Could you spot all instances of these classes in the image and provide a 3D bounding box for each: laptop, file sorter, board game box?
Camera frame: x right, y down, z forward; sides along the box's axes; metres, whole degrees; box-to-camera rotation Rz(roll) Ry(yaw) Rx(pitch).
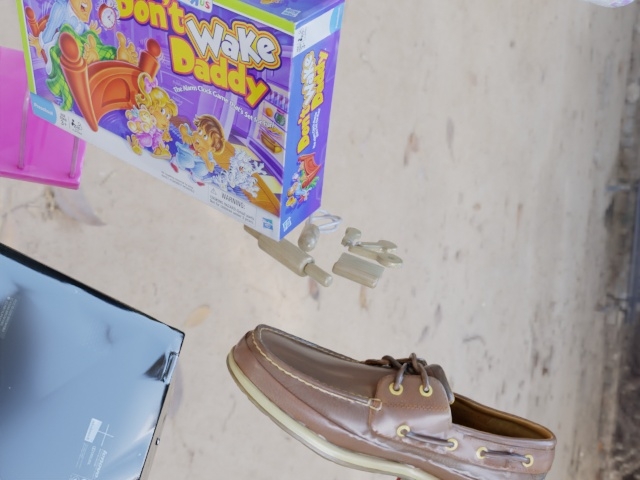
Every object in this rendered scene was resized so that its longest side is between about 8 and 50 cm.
[{"bbox_3d":[-0.296,0.255,0.812,0.408,0.236,0.382,33,58,-35],"label":"laptop"},{"bbox_3d":[-0.441,-0.220,1.063,0.182,0.291,0.202,127,-31,-57],"label":"file sorter"},{"bbox_3d":[-0.152,-0.176,0.812,0.078,0.347,0.233,-42,150,-42],"label":"board game box"}]

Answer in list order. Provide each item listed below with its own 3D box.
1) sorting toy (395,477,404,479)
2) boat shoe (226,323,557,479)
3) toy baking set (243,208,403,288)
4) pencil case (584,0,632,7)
[{"bbox_3d":[0.041,0.357,0.819,0.046,0.132,0.274,31,93,-33],"label":"sorting toy"},{"bbox_3d":[0.039,0.083,0.414,0.060,0.178,0.064,-58,-168,16],"label":"boat shoe"},{"bbox_3d":[-0.004,0.001,1.117,0.197,0.256,0.030,-10,123,-51],"label":"toy baking set"},{"bbox_3d":[0.206,-0.320,0.822,0.113,0.273,0.124,129,-34,-56],"label":"pencil case"}]
